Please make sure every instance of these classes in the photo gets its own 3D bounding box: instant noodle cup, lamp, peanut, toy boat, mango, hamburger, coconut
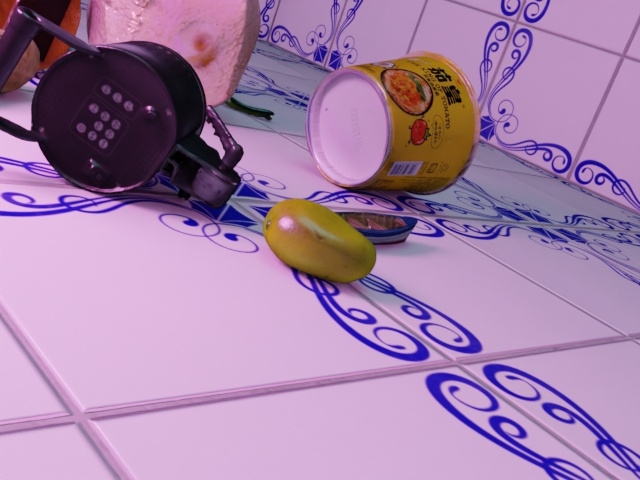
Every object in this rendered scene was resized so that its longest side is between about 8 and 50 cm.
[{"bbox_3d":[0.139,-0.244,1.663,0.254,0.325,0.325,-12,34,-42],"label":"instant noodle cup"},{"bbox_3d":[-0.297,-0.197,1.154,0.374,0.205,0.272,31,16,-25],"label":"lamp"},{"bbox_3d":[-0.590,-0.313,1.335,0.130,0.130,0.290,21,15,5],"label":"peanut"},{"bbox_3d":[0.088,-0.021,1.317,0.229,0.046,0.080,1,24,-47],"label":"toy boat"},{"bbox_3d":[-0.003,0.001,1.074,0.163,0.089,0.117,27,18,20],"label":"mango"},{"bbox_3d":[-0.651,-0.491,1.591,0.225,0.291,0.291,22,17,17],"label":"hamburger"},{"bbox_3d":[-0.339,-0.507,1.786,0.404,0.404,0.404,18,17,-6],"label":"coconut"}]

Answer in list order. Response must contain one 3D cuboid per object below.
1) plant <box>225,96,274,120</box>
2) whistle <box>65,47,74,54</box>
[{"bbox_3d":[-0.282,-0.465,2.091,0.251,0.180,0.333,-4,30,-30],"label":"plant"},{"bbox_3d":[-0.670,-0.461,1.815,0.326,0.057,0.068,18,14,-4],"label":"whistle"}]
